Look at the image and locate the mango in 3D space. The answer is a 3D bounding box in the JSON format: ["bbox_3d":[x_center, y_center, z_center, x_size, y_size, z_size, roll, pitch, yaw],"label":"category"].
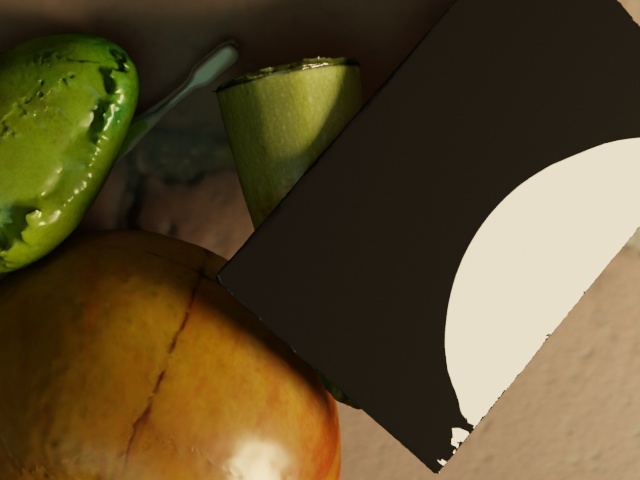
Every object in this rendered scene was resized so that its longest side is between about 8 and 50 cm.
[{"bbox_3d":[-0.186,-0.057,0.858,0.178,0.100,0.119,-45,85,1],"label":"mango"}]

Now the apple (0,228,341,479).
[{"bbox_3d":[-0.121,0.136,0.902,0.286,0.233,0.286,1,120,2],"label":"apple"}]

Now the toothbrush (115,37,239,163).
[{"bbox_3d":[-0.152,-0.051,0.909,0.263,0.026,0.022,-36,108,20],"label":"toothbrush"}]

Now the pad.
[{"bbox_3d":[0.101,-0.028,0.841,0.202,0.005,0.299,43,82,-21],"label":"pad"}]

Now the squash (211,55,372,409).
[{"bbox_3d":[0.000,0.000,0.855,0.094,0.094,0.224,-11,96,8],"label":"squash"}]
